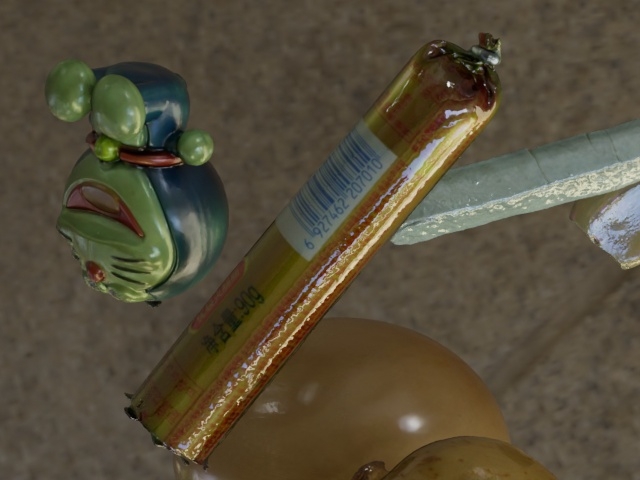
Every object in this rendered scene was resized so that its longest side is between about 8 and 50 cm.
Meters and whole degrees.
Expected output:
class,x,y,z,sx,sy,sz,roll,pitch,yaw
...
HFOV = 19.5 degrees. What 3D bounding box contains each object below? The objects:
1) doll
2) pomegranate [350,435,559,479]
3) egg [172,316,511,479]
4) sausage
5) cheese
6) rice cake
class,x,y,z,sx,sy,sz,roll,pitch,yaw
doll,-0.202,-0.064,2.133,0.198,0.186,0.322,26,128,34
pomegranate,0.104,0.258,1.470,0.215,0.215,0.215,10,106,40
egg,0.021,0.230,1.968,0.373,0.301,0.301,10,106,32
sausage,0.000,0.000,1.283,0.082,0.082,0.371,46,106,25
cheese,0.326,-0.062,1.752,0.192,0.097,0.037,-46,23,12
rice cake,0.160,-0.048,1.379,0.042,0.245,0.045,91,162,-58
